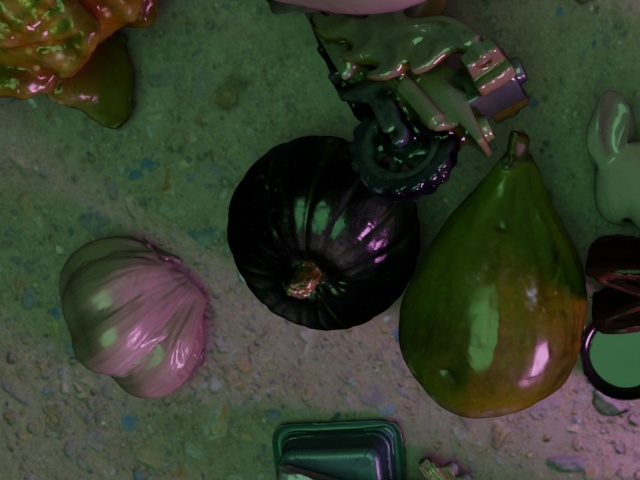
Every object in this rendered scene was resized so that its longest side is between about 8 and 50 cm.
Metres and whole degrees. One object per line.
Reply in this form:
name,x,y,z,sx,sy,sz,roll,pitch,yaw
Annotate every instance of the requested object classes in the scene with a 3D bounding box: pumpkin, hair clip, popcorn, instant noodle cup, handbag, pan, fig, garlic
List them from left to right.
popcorn,-0.362,-0.283,1.607,0.326,0.290,0.321,-36,87,-3
garlic,-0.259,0.099,1.712,0.178,0.143,0.229,-41,79,17
pumpkin,0.000,0.000,1.596,0.250,0.216,0.250,11,132,12
instant noodle cup,0.023,0.320,1.715,0.179,0.070,0.157,-5,99,13
hair clip,0.207,0.361,1.689,0.062,0.056,0.214,-40,82,42
fig,0.230,0.056,1.541,0.233,0.233,0.314,37,110,5
pan,0.427,0.140,1.606,0.212,0.040,0.114,0,98,20
handbag,0.442,0.038,1.476,0.276,0.260,0.084,-5,95,12

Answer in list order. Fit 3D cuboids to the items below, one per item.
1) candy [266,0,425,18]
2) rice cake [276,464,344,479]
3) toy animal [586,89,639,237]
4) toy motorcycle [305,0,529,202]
candy,0.030,-0.434,1.468,0.427,0.186,0.386,4,62,36
rice cake,0.047,0.347,1.658,0.226,0.040,0.085,11,103,10
toy animal,0.412,-0.100,1.530,0.193,0.127,0.178,-10,94,16
toy motorcycle,0.095,-0.247,1.535,0.237,0.169,0.410,-26,65,13
